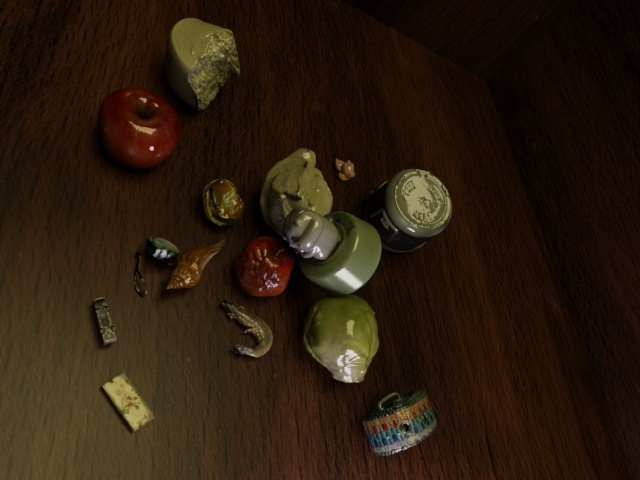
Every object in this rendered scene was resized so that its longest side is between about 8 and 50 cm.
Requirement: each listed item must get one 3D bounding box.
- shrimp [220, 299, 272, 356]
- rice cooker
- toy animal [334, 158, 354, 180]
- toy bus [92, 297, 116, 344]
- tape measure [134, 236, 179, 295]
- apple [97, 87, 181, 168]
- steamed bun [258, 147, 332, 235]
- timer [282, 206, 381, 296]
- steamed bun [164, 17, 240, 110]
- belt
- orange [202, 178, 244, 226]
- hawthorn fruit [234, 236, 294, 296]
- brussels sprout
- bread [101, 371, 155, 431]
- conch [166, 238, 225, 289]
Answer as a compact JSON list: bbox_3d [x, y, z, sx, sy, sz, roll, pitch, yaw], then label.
[{"bbox_3d":[-0.254,0.290,1.541,0.219,0.046,0.152,42,43,-10],"label":"shrimp"},{"bbox_3d":[0.367,-0.123,2.091,0.335,0.325,0.335,6,71,-17],"label":"rice cooker"},{"bbox_3d":[0.123,-0.335,2.199,0.091,0.082,0.114,-3,65,-40],"label":"toy animal"},{"bbox_3d":[-0.597,0.223,1.311,0.037,0.052,0.130,-10,68,-36],"label":"toy bus"},{"bbox_3d":[-0.516,0.081,1.478,0.107,0.104,0.179,29,81,-54],"label":"tape measure"},{"bbox_3d":[-0.599,-0.366,1.565,0.261,0.216,0.260,18,55,-28],"label":"apple"},{"bbox_3d":[-0.116,-0.167,1.804,0.394,0.238,0.346,4,78,-71],"label":"steamed bun"},{"bbox_3d":[0.000,0.000,1.576,0.315,0.291,0.290,34,45,-41],"label":"timer"},{"bbox_3d":[-0.473,-0.655,1.808,0.274,0.290,0.272,22,56,-3],"label":"steamed bun"},{"bbox_3d":[0.277,0.606,1.639,0.295,0.207,0.160,-11,72,-43],"label":"belt"},{"bbox_3d":[-0.352,-0.129,1.683,0.160,0.112,0.169,20,75,-41],"label":"orange"},{"bbox_3d":[-0.176,0.071,1.598,0.208,0.243,0.207,13,57,-22],"label":"hawthorn fruit"},{"bbox_3d":[0.070,0.324,1.649,0.274,0.243,0.316,42,45,-44],"label":"brussels sprout"},{"bbox_3d":[-0.511,0.428,1.266,0.068,0.028,0.153,-33,84,-43],"label":"bread"},{"bbox_3d":[-0.403,0.064,1.538,0.093,0.109,0.330,16,33,7],"label":"conch"}]
